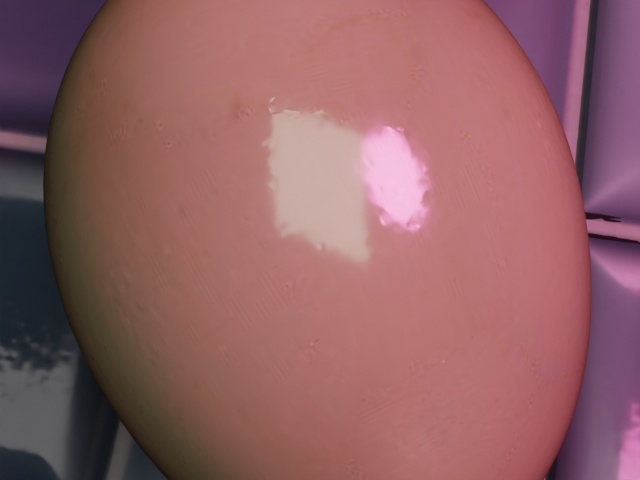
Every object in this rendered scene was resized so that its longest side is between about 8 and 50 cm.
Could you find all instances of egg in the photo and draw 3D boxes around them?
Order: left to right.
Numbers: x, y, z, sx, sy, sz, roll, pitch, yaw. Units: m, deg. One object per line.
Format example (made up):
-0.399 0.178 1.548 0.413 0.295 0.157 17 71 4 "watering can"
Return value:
0.000 0.000 0.476 0.186 0.186 0.241 -16 77 -8 "egg"
